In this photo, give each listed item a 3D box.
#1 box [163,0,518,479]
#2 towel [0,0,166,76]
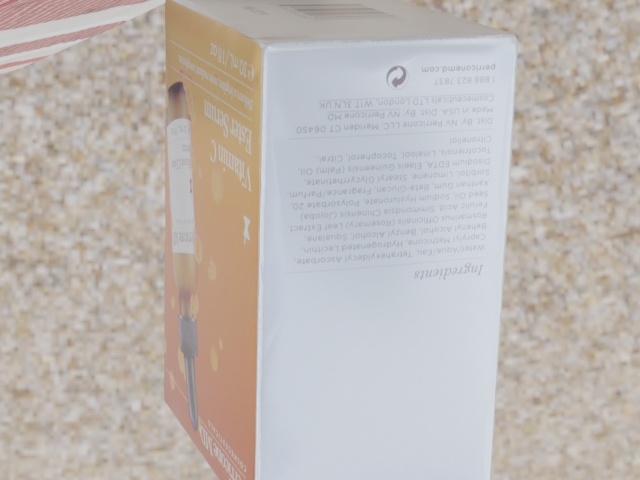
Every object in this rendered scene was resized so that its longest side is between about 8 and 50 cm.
[{"bbox_3d":[0.000,0.000,0.546,0.091,0.130,0.170,-4,106,-20],"label":"box"},{"bbox_3d":[-0.177,-0.120,0.796,0.329,0.037,0.237,-16,-173,34],"label":"towel"}]
